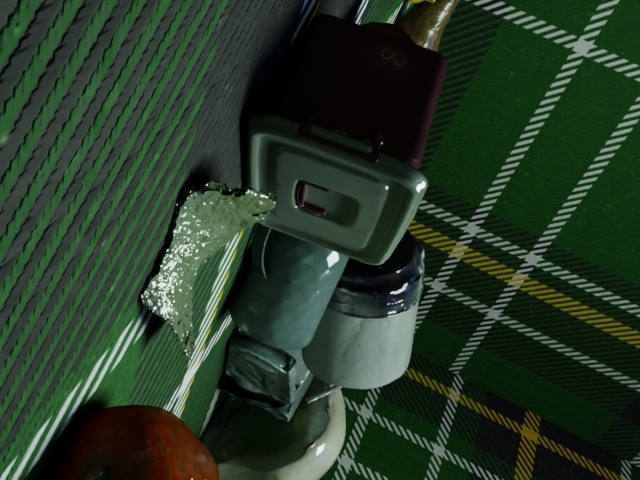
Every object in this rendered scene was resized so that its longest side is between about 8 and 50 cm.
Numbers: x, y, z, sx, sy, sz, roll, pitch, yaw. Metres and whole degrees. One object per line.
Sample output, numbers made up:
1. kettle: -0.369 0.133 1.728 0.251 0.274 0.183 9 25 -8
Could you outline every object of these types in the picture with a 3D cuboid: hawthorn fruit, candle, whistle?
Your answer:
1. hawthorn fruit: -0.181 0.221 0.684 0.162 0.163 0.203 -61 157 -27
2. candle: 0.072 0.139 1.379 0.221 0.221 0.342 -58 155 -53
3. whistle: -0.114 0.277 1.569 0.188 0.168 0.405 -64 171 1

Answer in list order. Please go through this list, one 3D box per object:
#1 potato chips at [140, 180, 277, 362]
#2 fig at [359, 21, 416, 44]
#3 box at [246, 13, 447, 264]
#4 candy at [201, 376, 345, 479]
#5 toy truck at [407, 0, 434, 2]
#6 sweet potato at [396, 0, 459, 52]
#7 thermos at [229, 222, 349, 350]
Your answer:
1. potato chips: -0.118 0.030 0.741 0.228 0.059 0.167 -59 171 22
2. fig: 0.057 -0.199 1.042 0.146 0.134 0.201 -48 176 -36
3. box: 0.029 -0.108 0.854 0.294 0.193 0.167 103 6 -70
4. candy: -0.100 0.462 1.780 0.386 0.186 0.427 -21 -158 19
5. toy truck: 0.121 -0.350 0.897 0.098 0.114 0.227 -66 175 31
6. sweet potato: 0.184 -0.356 1.528 0.422 0.131 0.130 -66 175 31
7. thermos: -0.041 0.020 1.157 0.182 0.145 0.286 1 118 -48
